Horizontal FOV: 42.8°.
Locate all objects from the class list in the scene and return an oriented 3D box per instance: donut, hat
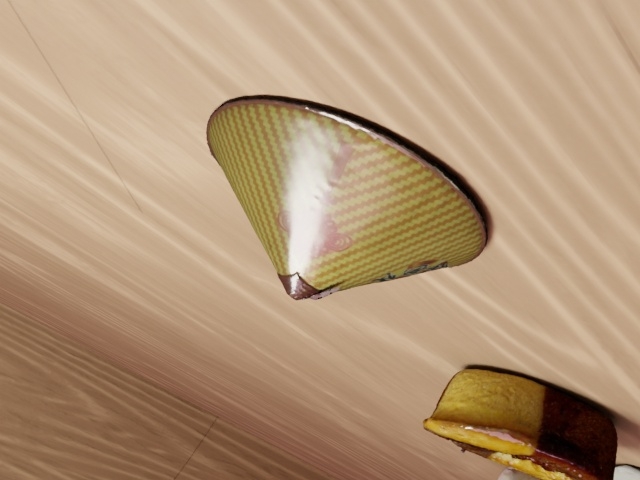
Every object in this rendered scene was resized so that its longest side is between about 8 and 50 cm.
[{"bbox_3d":[0.194,0.181,0.782,0.184,0.073,0.166,19,160,13],"label":"donut"},{"bbox_3d":[0.000,0.000,0.507,0.193,0.082,0.193,22,163,7],"label":"hat"}]

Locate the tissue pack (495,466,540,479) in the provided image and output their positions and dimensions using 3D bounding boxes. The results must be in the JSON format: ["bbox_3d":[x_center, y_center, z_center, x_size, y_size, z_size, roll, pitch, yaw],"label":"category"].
[{"bbox_3d":[0.325,0.467,1.112,0.201,0.271,0.124,28,120,-9],"label":"tissue pack"}]

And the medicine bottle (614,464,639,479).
[{"bbox_3d":[0.426,0.410,0.946,0.332,0.190,0.190,34,159,-28],"label":"medicine bottle"}]
